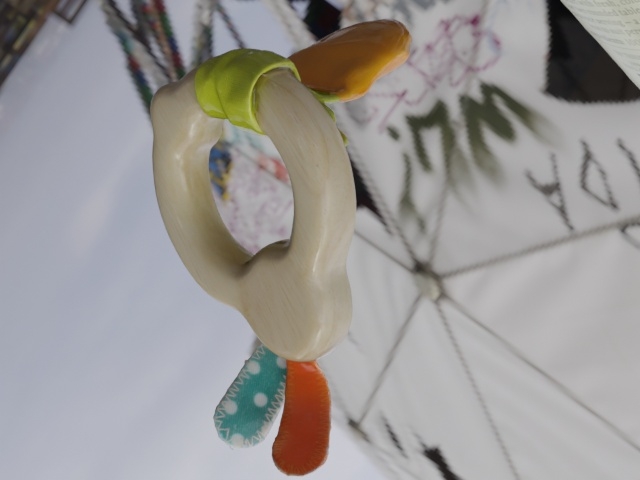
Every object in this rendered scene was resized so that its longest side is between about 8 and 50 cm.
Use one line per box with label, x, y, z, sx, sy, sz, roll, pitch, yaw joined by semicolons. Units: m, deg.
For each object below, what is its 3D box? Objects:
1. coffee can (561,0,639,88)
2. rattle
coffee can;0.239;-0.120;0.616;0.201;0.275;0.201;-36;-150;24
rattle;0.000;0.000;0.673;0.130;0.199;0.143;-20;-179;30
